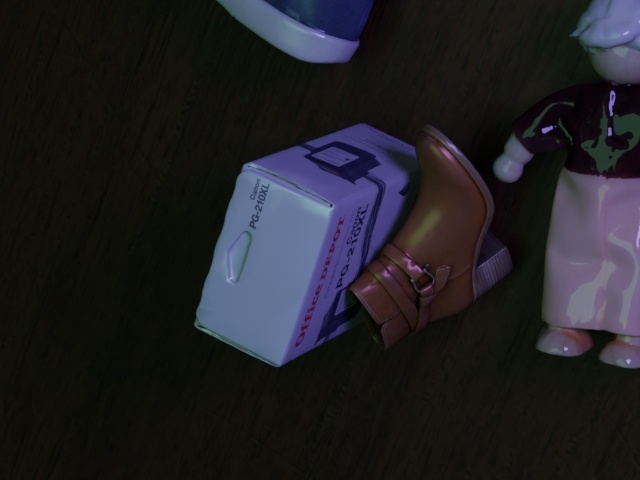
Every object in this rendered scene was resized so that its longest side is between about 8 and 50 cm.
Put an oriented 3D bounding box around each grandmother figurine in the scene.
[{"bbox_3d":[0.259,-0.065,1.703,0.208,0.104,0.342,8,103,10],"label":"grandmother figurine"}]

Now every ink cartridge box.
[{"bbox_3d":[0.000,0.000,1.767,0.100,0.237,0.172,26,113,20],"label":"ink cartridge box"}]

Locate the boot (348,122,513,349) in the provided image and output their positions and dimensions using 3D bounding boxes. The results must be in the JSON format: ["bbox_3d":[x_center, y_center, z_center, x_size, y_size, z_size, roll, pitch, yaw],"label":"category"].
[{"bbox_3d":[0.088,0.002,1.741,0.073,0.152,0.197,43,162,56],"label":"boot"}]

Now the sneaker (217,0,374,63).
[{"bbox_3d":[-0.090,-0.310,1.817,0.350,0.131,0.148,31,107,12],"label":"sneaker"}]
